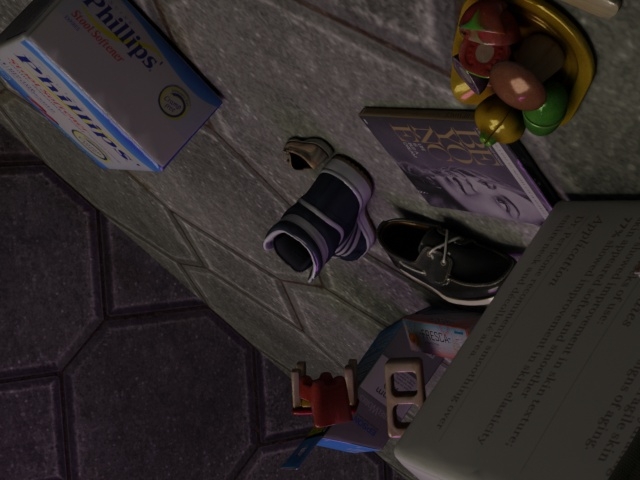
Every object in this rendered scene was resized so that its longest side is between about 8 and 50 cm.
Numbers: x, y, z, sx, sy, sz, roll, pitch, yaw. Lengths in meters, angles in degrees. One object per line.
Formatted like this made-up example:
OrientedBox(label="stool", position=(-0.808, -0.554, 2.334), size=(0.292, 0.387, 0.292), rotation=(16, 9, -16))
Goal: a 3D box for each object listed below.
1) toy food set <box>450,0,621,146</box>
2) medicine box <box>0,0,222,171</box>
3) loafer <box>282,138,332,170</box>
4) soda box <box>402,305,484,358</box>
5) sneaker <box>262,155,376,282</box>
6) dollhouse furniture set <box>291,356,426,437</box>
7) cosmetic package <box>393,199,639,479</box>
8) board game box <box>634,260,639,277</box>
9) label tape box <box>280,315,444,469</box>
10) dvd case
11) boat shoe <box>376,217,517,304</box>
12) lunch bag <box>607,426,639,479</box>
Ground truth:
OrientedBox(label="toy food set", position=(0.156, -0.140, 0.783), size=(0.128, 0.071, 0.218), rotation=(34, 163, 13))
OrientedBox(label="medicine box", position=(-0.332, -0.244, 1.387), size=(0.263, 0.149, 0.289), rotation=(46, 163, -26))
OrientedBox(label="loafer", position=(-0.028, -0.116, 1.292), size=(0.045, 0.039, 0.125), rotation=(43, 163, -20))
OrientedBox(label="soda box", position=(0.204, 0.144, 1.444), size=(0.183, 0.063, 0.058), rotation=(2, 111, 63))
OrientedBox(label="sneaker", position=(0.000, 0.000, 1.345), size=(0.099, 0.153, 0.282), rotation=(34, 163, 14))
OrientedBox(label="dollhouse furniture set", position=(0.135, 0.264, 1.381), size=(0.374, 0.152, 0.201), rotation=(-4, -177, 8))
OrientedBox(label="cosmetic package", position=(0.349, 0.186, 0.806), size=(0.327, 0.329, 0.393), rotation=(45, 163, -22))
OrientedBox(label="board game box", position=(0.361, 0.021, 0.510), size=(0.291, 0.232, 0.141), rotation=(42, 162, -18))
OrientedBox(label="label tape box", position=(0.079, 0.315, 1.715), size=(0.106, 0.334, 0.240), rotation=(37, 164, 1))
OrientedBox(label="dvd case", position=(0.155, -0.083, 1.036), size=(0.164, 0.018, 0.221), rotation=(48, 161, -31))
OrientedBox(label="boat shoe", position=(0.160, 0.022, 1.198), size=(0.233, 0.084, 0.079), rotation=(20, 157, 53))
OrientedBox(label="lunch bag", position=(0.221, 0.221, 0.424), size=(0.235, 0.287, 0.169), rotation=(44, 161, -23))
